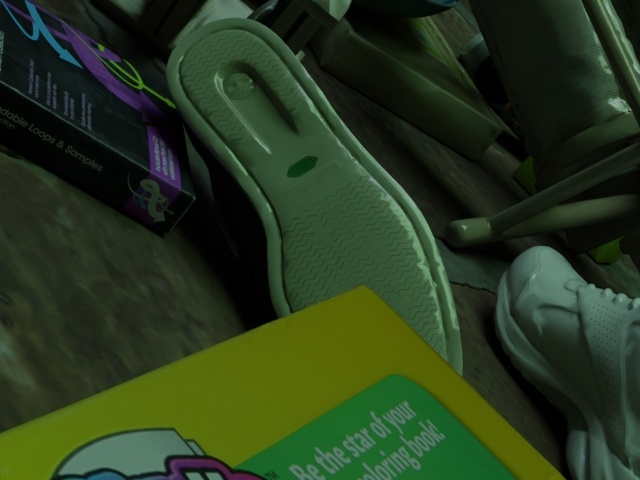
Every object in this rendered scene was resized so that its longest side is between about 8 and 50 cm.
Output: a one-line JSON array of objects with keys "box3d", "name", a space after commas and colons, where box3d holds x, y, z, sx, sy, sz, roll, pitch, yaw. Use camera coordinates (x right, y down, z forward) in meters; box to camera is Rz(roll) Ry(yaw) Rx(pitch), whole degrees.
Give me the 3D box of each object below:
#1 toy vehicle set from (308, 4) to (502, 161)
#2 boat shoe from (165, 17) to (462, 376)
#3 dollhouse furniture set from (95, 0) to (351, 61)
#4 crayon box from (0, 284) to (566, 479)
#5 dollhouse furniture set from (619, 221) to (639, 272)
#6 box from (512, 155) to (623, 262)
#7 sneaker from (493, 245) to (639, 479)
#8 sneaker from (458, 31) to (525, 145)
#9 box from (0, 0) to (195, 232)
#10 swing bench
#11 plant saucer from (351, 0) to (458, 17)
[{"box3d": [0.043, -0.182, 1.281, 0.166, 0.035, 0.267, 29, 23, -30], "name": "toy vehicle set"}, {"box3d": [0.000, 0.000, 0.745, 0.233, 0.084, 0.079, 61, -12, 23], "name": "boat shoe"}, {"box3d": [-0.024, -0.195, 0.924, 0.129, 0.129, 0.184, 38, 56, -6], "name": "dollhouse furniture set"}, {"box3d": [0.029, 0.174, 0.385, 0.313, 0.106, 0.363, 44, 19, 12], "name": "crayon box"}, {"box3d": [0.416, -0.035, 1.130, 0.174, 0.355, 0.303, 56, -25, -11], "name": "dollhouse furniture set"}, {"box3d": [0.255, -0.080, 1.241, 0.109, 0.178, 0.042, 48, 21, 21], "name": "box"}, {"box3d": [0.182, 0.067, 0.882, 0.090, 0.115, 0.232, 27, 24, -34], "name": "sneaker"}, {"box3d": [0.203, -0.109, 1.344, 0.215, 0.084, 0.083, 36, 27, -31], "name": "sneaker"}, {"box3d": [-0.136, -0.078, 0.737, 0.162, 0.029, 0.116, 30, 22, -26], "name": "box"}, {"box3d": [0.167, -0.137, 1.109, 0.254, 0.165, 0.253, 1, 64, -60], "name": "swing bench"}, {"box3d": [-0.021, -0.281, 1.258, 0.317, 0.044, 0.317, 35, 20, -14], "name": "plant saucer"}]
